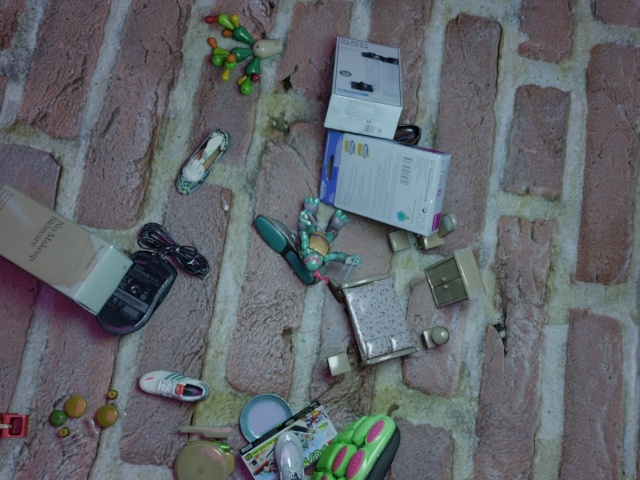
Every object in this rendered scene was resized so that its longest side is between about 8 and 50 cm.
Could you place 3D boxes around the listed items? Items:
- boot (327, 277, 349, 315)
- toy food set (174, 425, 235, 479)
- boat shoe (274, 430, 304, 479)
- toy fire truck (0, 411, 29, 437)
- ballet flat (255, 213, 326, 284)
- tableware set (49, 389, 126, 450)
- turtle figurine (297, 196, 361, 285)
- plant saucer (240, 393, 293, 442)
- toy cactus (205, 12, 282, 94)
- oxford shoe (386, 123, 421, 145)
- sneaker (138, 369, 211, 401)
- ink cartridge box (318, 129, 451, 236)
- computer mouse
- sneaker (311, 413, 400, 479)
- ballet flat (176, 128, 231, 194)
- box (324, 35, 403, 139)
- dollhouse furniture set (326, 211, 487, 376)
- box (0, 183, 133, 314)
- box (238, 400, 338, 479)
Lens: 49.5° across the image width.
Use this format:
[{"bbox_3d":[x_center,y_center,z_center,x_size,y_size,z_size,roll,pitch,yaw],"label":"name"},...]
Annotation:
[{"bbox_3d":[0.080,0.121,1.650,0.087,0.042,0.118,-31,85,-18],"label":"boot"},{"bbox_3d":[-0.257,0.505,1.536,0.133,0.038,0.191,3,83,1],"label":"toy food set"},{"bbox_3d":[-0.063,0.507,1.496,0.066,0.063,0.184,0,96,-16],"label":"boat shoe"},{"bbox_3d":[-0.701,0.386,1.453,0.192,0.135,0.047,1,78,-7],"label":"toy fire truck"},{"bbox_3d":[-0.068,0.013,1.647,0.213,0.072,0.068,49,50,4],"label":"ballet flat"},{"bbox_3d":[-0.515,0.385,1.535,0.154,0.024,0.104,-32,80,-10],"label":"tableware set"},{"bbox_3d":[0.000,0.000,1.574,0.118,0.234,0.175,-36,116,24],"label":"turtle figurine"},{"bbox_3d":[-0.122,0.408,1.574,0.120,0.021,0.119,1,79,-6],"label":"plant saucer"},{"bbox_3d":[-0.183,-0.474,1.715,0.181,0.112,0.218,-17,72,-19],"label":"toy cactus"},{"bbox_3d":[0.143,-0.237,1.699,0.227,0.096,0.082,-25,84,-9],"label":"oxford shoe"},{"bbox_3d":[-0.324,0.322,1.540,0.162,0.075,0.057,12,77,-4],"label":"sneaker"},{"bbox_3d":[0.141,-0.141,1.602,0.311,0.065,0.185,18,111,32],"label":"ink cartridge box"},{"bbox_3d":[-0.399,0.108,1.584,0.189,0.072,0.272,35,65,3],"label":"computer mouse"},{"bbox_3d":[0.079,0.605,1.489,0.202,0.185,0.482,18,89,-23],"label":"sneaker"},{"bbox_3d":[-0.282,-0.194,1.656,0.070,0.070,0.188,33,77,1],"label":"ballet flat"},{"bbox_3d":[0.102,-0.369,1.649,0.169,0.087,0.289,11,42,-3],"label":"box"},{"bbox_3d":[0.163,0.109,1.561,0.356,0.174,0.303,-13,80,-19],"label":"dollhouse furniture set"},{"bbox_3d":[-0.585,0.019,1.508,0.311,0.121,0.147,26,74,16],"label":"box"},{"bbox_3d":[-0.064,0.461,1.545,0.207,0.036,0.114,-31,103,-11],"label":"box"}]
